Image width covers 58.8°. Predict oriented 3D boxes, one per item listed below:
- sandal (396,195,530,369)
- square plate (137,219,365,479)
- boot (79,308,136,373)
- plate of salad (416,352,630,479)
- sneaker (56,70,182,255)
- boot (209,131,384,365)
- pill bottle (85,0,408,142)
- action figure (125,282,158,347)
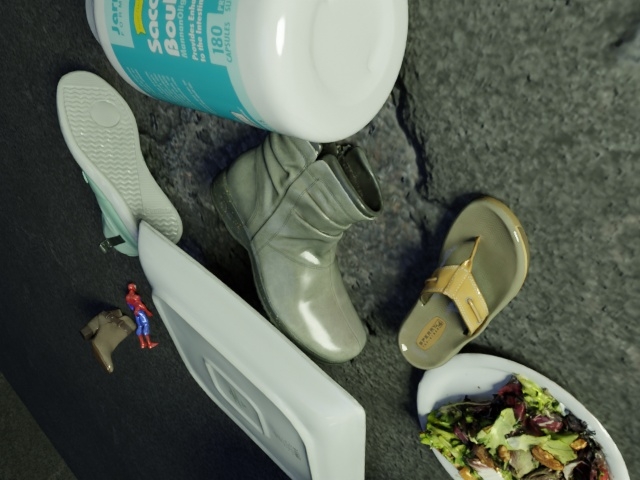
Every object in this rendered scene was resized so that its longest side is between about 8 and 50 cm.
[{"bbox_3d":[0.107,0.048,0.462,0.072,0.049,0.180,40,128,21],"label":"sandal"},{"bbox_3d":[-0.088,0.177,0.697,0.344,0.049,0.347,35,151,28],"label":"square plate"},{"bbox_3d":[-0.379,0.177,1.040,0.118,0.087,0.042,48,140,20],"label":"boot"},{"bbox_3d":[0.165,0.191,0.505,0.200,0.048,0.199,26,131,35],"label":"plate of salad"},{"bbox_3d":[-0.293,-0.089,0.772,0.151,0.094,0.255,-18,100,53],"label":"sneaker"},{"bbox_3d":[0.000,0.000,0.534,0.161,0.083,0.246,-30,93,46],"label":"boot"},{"bbox_3d":[-0.076,-0.171,0.445,0.264,0.146,0.146,21,129,36],"label":"pill bottle"},{"bbox_3d":[-0.312,0.129,0.985,0.038,0.030,0.115,-5,106,42],"label":"action figure"}]
